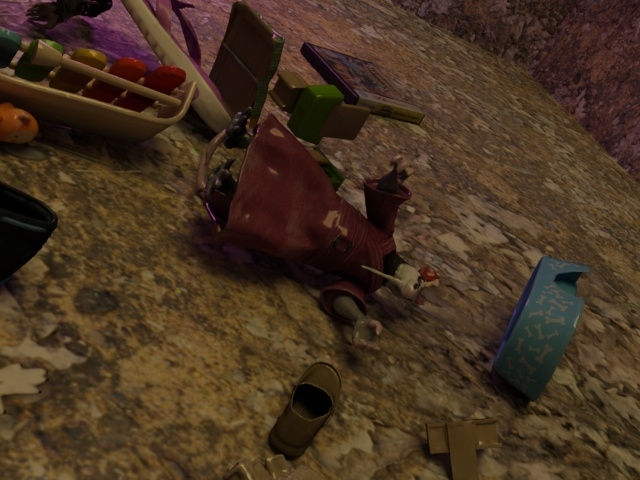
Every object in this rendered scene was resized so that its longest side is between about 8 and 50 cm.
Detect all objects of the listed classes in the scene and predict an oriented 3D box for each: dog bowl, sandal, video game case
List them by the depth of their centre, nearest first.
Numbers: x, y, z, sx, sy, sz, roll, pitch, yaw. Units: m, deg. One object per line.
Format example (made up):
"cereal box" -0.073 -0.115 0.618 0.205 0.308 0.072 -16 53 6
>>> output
"dog bowl" 0.334 0.120 1.069 0.074 0.166 0.297 26 27 13
"sandal" -0.254 -0.365 1.226 0.416 0.102 0.169 56 -3 11
"video game case" 0.108 -0.407 1.812 0.248 0.035 0.275 4 39 -41

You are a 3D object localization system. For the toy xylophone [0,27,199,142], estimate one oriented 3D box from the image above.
"toy xylophone" -0.310 -0.210 0.934 0.322 0.236 0.081 14 76 -41

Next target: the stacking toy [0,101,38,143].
"stacking toy" -0.460 -0.175 0.794 0.302 0.175 0.166 26 53 -48

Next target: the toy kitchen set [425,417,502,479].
"toy kitchen set" 0.168 0.250 0.835 0.083 0.075 0.068 -4 76 0

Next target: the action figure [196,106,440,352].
"action figure" 0.000 0.000 0.973 0.370 0.248 0.275 34 -17 -22

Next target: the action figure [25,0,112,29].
"action figure" -0.447 -0.440 1.186 0.141 0.164 0.276 -6 11 0

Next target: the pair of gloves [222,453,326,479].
"pair of gloves" -0.046 0.271 0.571 0.240 0.042 0.204 -4 44 -49

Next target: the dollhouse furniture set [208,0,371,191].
"dollhouse furniture set" -0.061 -0.249 1.222 0.151 0.197 0.301 0 41 -42

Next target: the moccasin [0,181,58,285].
"moccasin" -0.365 -0.083 0.587 0.138 0.117 0.342 58 4 33

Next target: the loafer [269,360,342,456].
"loafer" -0.006 0.173 0.757 0.056 0.050 0.148 32 28 1
